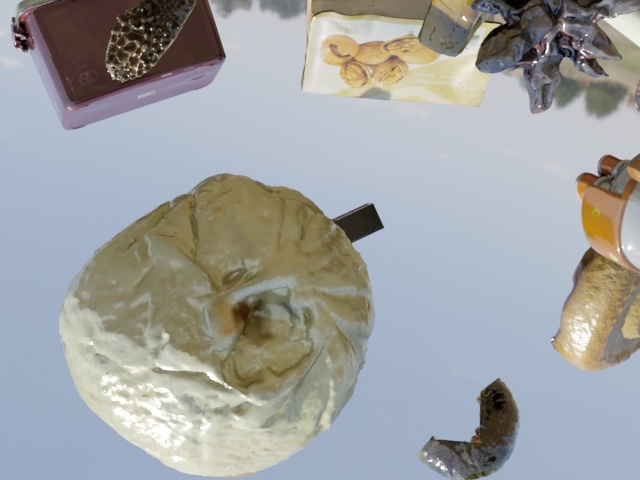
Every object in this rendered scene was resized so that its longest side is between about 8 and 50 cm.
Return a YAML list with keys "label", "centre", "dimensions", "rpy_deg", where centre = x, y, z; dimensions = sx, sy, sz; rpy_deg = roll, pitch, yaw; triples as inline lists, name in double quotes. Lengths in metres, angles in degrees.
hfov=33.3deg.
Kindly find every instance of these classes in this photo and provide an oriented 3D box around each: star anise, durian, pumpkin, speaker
- label: "star anise"
  centre: [0.277, -0.289, 1.281]
  dimensions: [0.212, 0.282, 0.129]
  rpy_deg: [-2, -167, -10]
- label: "durian"
  centre: [-0.149, -0.194, 0.991]
  dimensions: [0.052, 0.130, 0.066]
  rpy_deg: [44, -170, 11]
- label: "pumpkin"
  centre: [0.252, 0.313, 1.687]
  dimensions: [0.107, 0.183, 0.119]
  rpy_deg: [44, 180, 24]
- label: "speaker"
  centre: [0.000, 0.000, 1.631]
  dimensions: [0.191, 0.046, 0.040]
  rpy_deg: [-25, -174, -6]

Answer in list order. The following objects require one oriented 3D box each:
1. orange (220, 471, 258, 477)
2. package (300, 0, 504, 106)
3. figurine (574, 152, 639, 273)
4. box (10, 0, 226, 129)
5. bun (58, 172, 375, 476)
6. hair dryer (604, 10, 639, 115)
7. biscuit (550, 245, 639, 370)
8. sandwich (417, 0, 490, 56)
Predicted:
- label: "orange"
  centre: [-0.134, 0.259, 1.564]
  dimensions: [0.178, 0.155, 0.177]
  rpy_deg: [28, -142, -24]
- label: "package"
  centre: [0.130, -0.349, 1.769]
  dimensions: [0.311, 0.165, 0.221]
  rpy_deg: [4, 149, -3]
- label: "figurine"
  centre: [0.336, -0.025, 0.972]
  dimensions: [0.143, 0.143, 0.271]
  rpy_deg: [13, -176, -19]
- label: "box"
  centre: [-0.284, -0.284, 1.561]
  dimensions: [0.294, 0.167, 0.193]
  rpy_deg: [-21, 177, -16]
- label: "bun"
  centre: [-0.110, 0.096, 1.202]
  dimensions: [0.353, 0.349, 0.227]
  rpy_deg: [17, 178, -11]
- label: "hair dryer"
  centre: [0.423, -0.297, 1.418]
  dimensions: [0.362, 0.128, 0.203]
  rpy_deg: [41, -124, 12]
- label: "biscuit"
  centre: [0.451, 0.061, 1.521]
  dimensions: [0.102, 0.296, 0.296]
  rpy_deg: [36, -160, 29]
- label: "sandwich"
  centre: [0.227, -0.378, 1.468]
  dimensions: [0.087, 0.226, 0.251]
  rpy_deg: [33, 164, 4]
